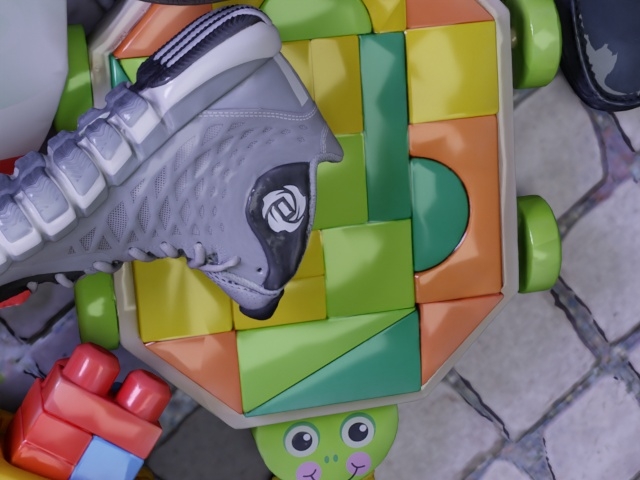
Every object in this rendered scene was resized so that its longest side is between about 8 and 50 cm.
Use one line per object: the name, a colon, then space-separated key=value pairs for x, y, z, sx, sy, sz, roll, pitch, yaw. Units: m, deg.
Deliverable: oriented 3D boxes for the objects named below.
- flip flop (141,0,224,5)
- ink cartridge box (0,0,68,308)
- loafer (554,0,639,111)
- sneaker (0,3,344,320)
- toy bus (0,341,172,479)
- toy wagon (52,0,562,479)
flip flop: x=-0.025 y=-0.210 z=0.654 sx=0.277 sy=0.080 sz=0.112 roll=-50 pitch=127 yaw=-25
ink cartridge box: x=-0.204 y=-0.042 z=0.625 sx=0.181 sy=0.056 sz=0.225 roll=-16 pitch=119 yaw=-35
loafer: x=0.156 y=-0.175 z=0.726 sx=0.076 sy=0.078 sz=0.223 roll=-9 pitch=107 yaw=-11
sneaker: x=-0.084 y=0.006 z=0.645 sx=0.228 sy=0.086 sz=0.132 roll=-38 pitch=112 yaw=0
toy bus: x=-0.177 y=0.136 z=0.696 sx=0.220 sy=0.149 sz=0.211 roll=26 pitch=96 yaw=-17
toy wagon: x=0.000 y=0.000 z=0.742 sx=0.267 sy=0.068 sz=0.345 roll=-7 pitch=106 yaw=-11
